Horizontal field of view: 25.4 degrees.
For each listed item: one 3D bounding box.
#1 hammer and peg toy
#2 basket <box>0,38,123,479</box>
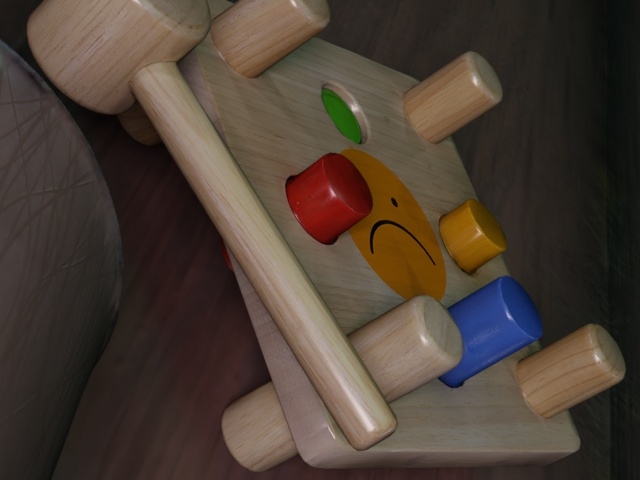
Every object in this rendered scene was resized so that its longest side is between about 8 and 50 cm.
[{"bbox_3d":[0.000,0.000,0.708,0.361,0.127,0.266,11,53,-55],"label":"hammer and peg toy"},{"bbox_3d":[-0.147,0.082,0.337,0.154,0.204,0.227,15,47,-5],"label":"basket"}]
